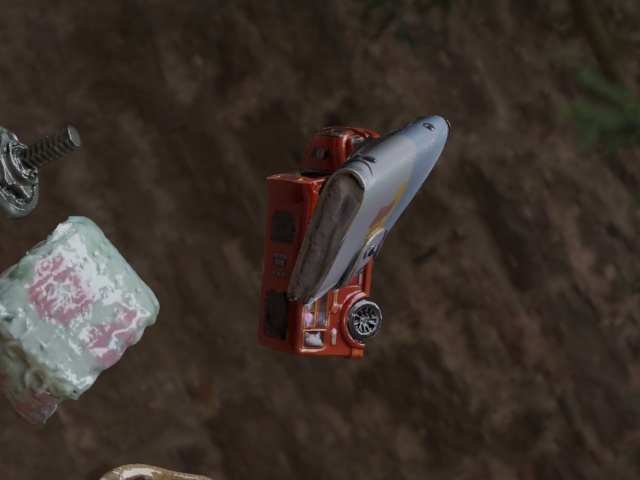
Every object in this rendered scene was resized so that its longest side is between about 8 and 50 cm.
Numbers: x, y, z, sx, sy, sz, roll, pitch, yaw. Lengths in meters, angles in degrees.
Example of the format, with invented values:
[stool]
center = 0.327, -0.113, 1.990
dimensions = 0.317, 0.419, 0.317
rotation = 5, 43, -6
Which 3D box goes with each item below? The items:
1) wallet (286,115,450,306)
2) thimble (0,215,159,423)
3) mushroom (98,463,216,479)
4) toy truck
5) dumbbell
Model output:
[wallet]
center = 0.038, -0.034, 1.536
dimensions = 0.069, 0.231, 0.170
rotation = 33, -64, 12
[thimble]
center = -0.281, 0.084, 1.673
dimensions = 0.149, 0.185, 0.211
rotation = 50, 20, -8
[mushroom]
center = -0.176, 0.333, 2.004
dimensions = 0.094, 0.209, 0.072
rotation = -67, 166, -54
[toy truck]
center = 0.000, 0.000, 1.751
dimensions = 0.107, 0.114, 0.253
rotation = 10, -82, 56
[dumbbell]
center = -0.299, -0.033, 1.273
dimensions = 0.081, 0.254, 0.082
rotation = 52, 24, -35
